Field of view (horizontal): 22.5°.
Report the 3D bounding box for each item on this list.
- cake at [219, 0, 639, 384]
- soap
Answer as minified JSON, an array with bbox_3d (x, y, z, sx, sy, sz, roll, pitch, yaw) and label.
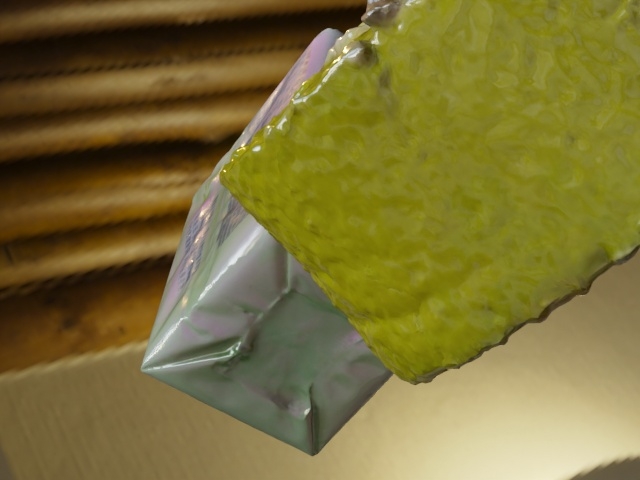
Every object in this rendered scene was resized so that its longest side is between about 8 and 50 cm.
[{"bbox_3d":[0.090,-0.059,0.616,0.260,0.156,0.179,-40,8,40],"label":"cake"},{"bbox_3d":[0.000,0.000,1.022,0.138,0.199,0.182,30,-55,-14],"label":"soap"}]
